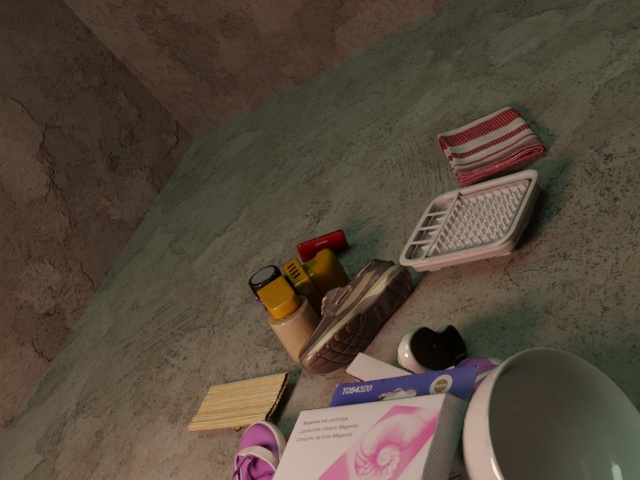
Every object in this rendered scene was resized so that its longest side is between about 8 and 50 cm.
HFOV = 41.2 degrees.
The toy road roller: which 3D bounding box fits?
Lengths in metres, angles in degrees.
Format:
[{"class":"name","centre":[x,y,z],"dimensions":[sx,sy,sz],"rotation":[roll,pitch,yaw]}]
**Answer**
[{"class":"toy road roller","centre":[-0.026,0.154,2.237],"dimensions":[0.241,0.202,0.329],"rotation":[-32,24,-3]}]

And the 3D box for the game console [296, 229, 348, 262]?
[{"class":"game console","centre":[0.000,0.000,2.517],"dimensions":[0.144,0.124,0.085],"rotation":[-20,54,0]}]

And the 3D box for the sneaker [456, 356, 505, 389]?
[{"class":"sneaker","centre":[0.258,0.326,1.683],"dimensions":[0.282,0.102,0.161],"rotation":[-26,25,11]}]

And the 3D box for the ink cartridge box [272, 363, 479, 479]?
[{"class":"ink cartridge box","centre":[0.069,0.333,1.350],"dimensions":[0.324,0.071,0.330],"rotation":[-18,38,42]}]

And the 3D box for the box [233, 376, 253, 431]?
[{"class":"box","centre":[-0.200,0.431,2.244],"dimensions":[0.094,0.027,0.137],"rotation":[-38,26,7]}]

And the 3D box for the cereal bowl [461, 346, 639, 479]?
[{"class":"cereal bowl","centre":[0.347,0.339,1.283],"dimensions":[0.141,0.339,0.339],"rotation":[-47,16,45]}]

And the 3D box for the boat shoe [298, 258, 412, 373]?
[{"class":"boat shoe","centre":[0.072,0.183,2.097],"dimensions":[0.355,0.132,0.130],"rotation":[-41,44,-19]}]

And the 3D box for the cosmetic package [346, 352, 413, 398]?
[{"class":"cosmetic package","centre":[0.159,0.316,1.828],"dimensions":[0.060,0.099,0.239],"rotation":[-52,26,-14]}]

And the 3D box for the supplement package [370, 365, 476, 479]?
[{"class":"supplement package","centre":[0.216,0.392,1.432],"dimensions":[0.198,0.262,0.199],"rotation":[-29,29,27]}]

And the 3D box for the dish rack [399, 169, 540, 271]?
[{"class":"dish rack","centre":[0.373,-0.034,2.074],"dimensions":[0.333,0.072,0.285],"rotation":[-16,31,44]}]

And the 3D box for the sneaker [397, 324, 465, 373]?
[{"class":"sneaker","centre":[0.204,0.243,1.745],"dimensions":[0.123,0.105,0.290],"rotation":[-30,-15,21]}]

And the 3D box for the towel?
[{"class":"towel","centre":[0.454,-0.269,2.320],"dimensions":[0.237,0.037,0.329],"rotation":[-23,27,8]}]

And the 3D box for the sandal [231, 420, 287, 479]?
[{"class":"sandal","centre":[-0.138,0.521,1.877],"dimensions":[0.169,0.102,0.416],"rotation":[-61,23,10]}]

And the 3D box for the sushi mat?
[{"class":"sushi mat","centre":[-0.215,0.424,2.223],"dimensions":[0.317,0.019,0.151],"rotation":[-18,34,42]}]

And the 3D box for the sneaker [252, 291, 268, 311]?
[{"class":"sneaker","centre":[-0.159,0.177,2.539],"dimensions":[0.170,0.068,0.071],"rotation":[5,58,57]}]
